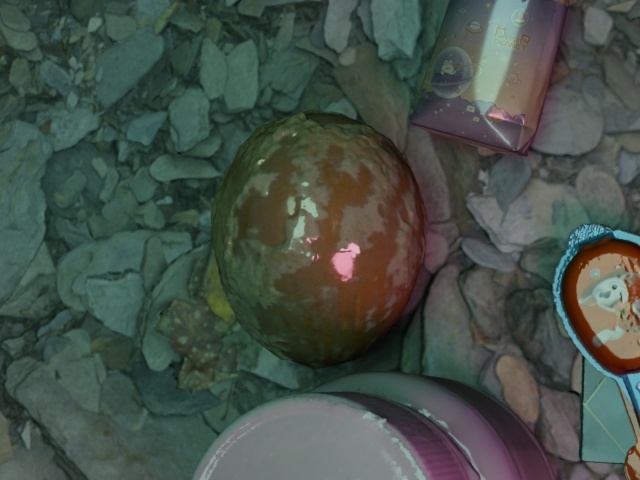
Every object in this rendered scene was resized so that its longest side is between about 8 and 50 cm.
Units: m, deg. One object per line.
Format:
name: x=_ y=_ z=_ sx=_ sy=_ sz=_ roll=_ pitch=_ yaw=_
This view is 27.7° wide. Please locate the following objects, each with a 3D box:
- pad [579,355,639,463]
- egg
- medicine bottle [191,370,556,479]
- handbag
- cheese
pad: x=0.350 y=0.121 z=1.143 sx=0.243 sy=0.004 sz=0.164 roll=0 pitch=82 yaw=22
egg: x=0.000 y=0.000 z=1.196 sx=0.203 sy=0.203 sz=0.245 roll=3 pitch=105 yaw=22
medicine bottle: x=0.048 y=0.235 z=1.075 sx=0.256 sy=0.325 sz=0.256 roll=-3 pitch=82 yaw=23
handbag: x=0.165 y=-0.173 z=1.219 sx=0.117 sy=0.095 sz=0.173 roll=18 pitch=97 yaw=18
cheese: x=0.279 y=0.102 z=1.151 sx=0.106 sy=0.037 sz=0.256 roll=-22 pitch=74 yaw=19
